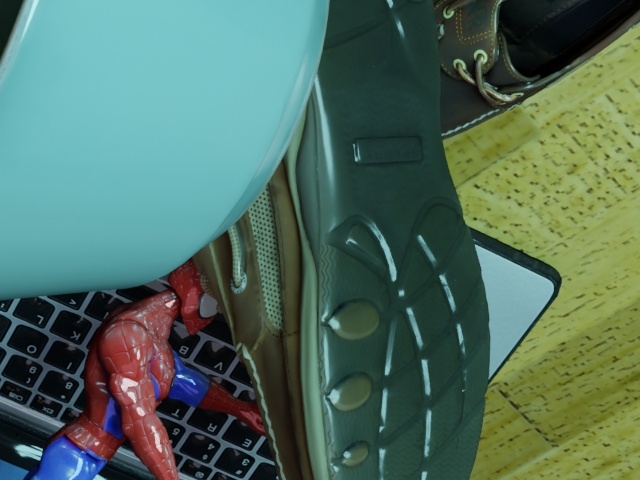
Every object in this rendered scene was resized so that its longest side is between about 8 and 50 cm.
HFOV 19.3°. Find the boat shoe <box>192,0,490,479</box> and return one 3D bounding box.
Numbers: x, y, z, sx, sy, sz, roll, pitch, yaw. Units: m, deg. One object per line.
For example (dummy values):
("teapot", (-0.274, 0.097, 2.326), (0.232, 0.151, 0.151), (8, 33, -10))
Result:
("boat shoe", (0.000, 0.000, 0.942), (0.122, 0.324, 0.120), (2, 172, -44))

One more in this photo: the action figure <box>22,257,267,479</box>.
("action figure", (-0.106, 0.143, 0.989), (0.139, 0.091, 0.280), (32, 93, -7))

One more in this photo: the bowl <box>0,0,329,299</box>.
("bowl", (-0.111, -0.100, 0.850), (0.163, 0.311, 0.311), (18, 125, -31))

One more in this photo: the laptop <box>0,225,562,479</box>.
("laptop", (-0.127, 0.147, 1.040), (0.382, 0.236, 0.408), (25, 122, -14))

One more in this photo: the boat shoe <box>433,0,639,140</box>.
("boat shoe", (0.096, -0.107, 0.955), (0.073, 0.073, 0.207), (37, 120, -27))
